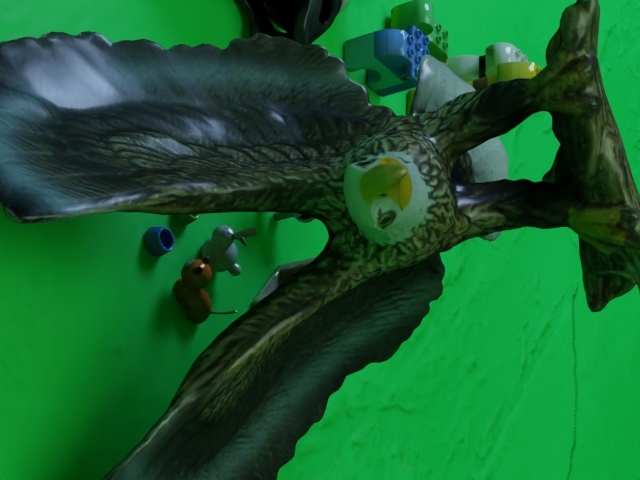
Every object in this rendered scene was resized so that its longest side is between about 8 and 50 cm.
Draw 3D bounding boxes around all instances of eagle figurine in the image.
[{"bbox_3d":[-0.001,-0.004,0.621,0.225,0.298,0.226,72,-2,-53],"label":"eagle figurine"}]

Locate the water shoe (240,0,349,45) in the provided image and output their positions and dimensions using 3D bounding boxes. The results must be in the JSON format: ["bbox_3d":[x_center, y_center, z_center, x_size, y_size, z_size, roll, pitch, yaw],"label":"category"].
[{"bbox_3d":[-0.043,-0.194,0.744,0.203,0.073,0.080,58,39,-27],"label":"water shoe"}]

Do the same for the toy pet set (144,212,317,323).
[{"bbox_3d":[-0.015,0.007,0.720,0.114,0.065,0.122,63,35,-21],"label":"toy pet set"}]

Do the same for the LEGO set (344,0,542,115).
[{"bbox_3d":[0.095,-0.125,0.916,0.227,0.093,0.087,32,53,-49],"label":"LEGO set"}]
